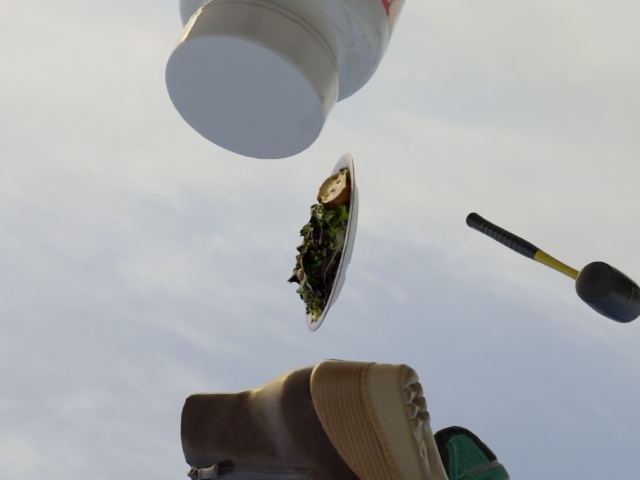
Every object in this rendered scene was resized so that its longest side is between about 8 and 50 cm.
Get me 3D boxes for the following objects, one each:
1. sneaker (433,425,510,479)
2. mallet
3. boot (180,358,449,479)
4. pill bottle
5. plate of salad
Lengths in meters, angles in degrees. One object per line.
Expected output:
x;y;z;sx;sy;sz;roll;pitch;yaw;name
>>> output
0.149;0.267;1.067;0.223;0.083;0.098;66;-173;20;sneaker
0.188;0.013;1.072;0.190;0.039;0.062;31;-178;39;mallet
0.002;0.219;0.962;0.090;0.207;0.248;0;-102;-60;boot
-0.013;-0.223;1.047;0.176;0.176;0.318;22;-126;-1;pill bottle
0.000;0.000;1.371;0.048;0.200;0.200;11;-148;-11;plate of salad
